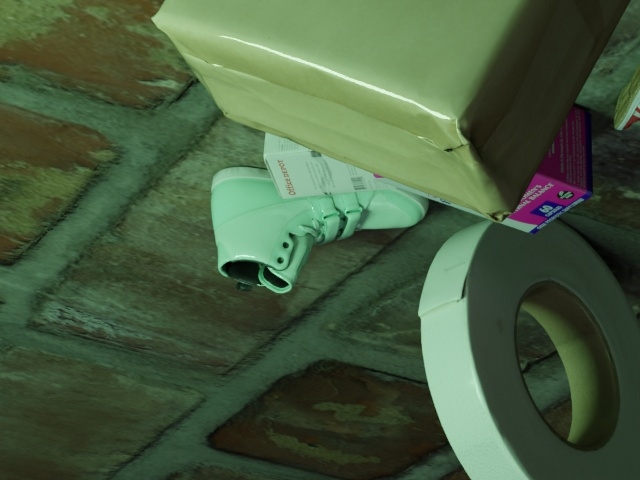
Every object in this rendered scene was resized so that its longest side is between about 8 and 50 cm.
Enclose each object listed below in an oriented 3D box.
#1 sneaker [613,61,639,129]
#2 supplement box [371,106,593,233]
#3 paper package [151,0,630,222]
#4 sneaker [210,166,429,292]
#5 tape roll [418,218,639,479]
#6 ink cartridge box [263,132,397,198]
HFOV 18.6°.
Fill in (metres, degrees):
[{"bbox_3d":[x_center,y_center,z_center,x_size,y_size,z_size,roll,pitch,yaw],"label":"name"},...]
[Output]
[{"bbox_3d":[0.359,-0.152,2.085,0.067,0.042,0.118,10,148,-9],"label":"sneaker"},{"bbox_3d":[0.175,-0.103,2.110,0.220,0.114,0.111,18,148,-25],"label":"supplement box"},{"bbox_3d":[0.080,-0.223,1.587,0.309,0.325,0.168,22,162,28],"label":"paper package"},{"bbox_3d":[-0.001,0.000,2.263,0.256,0.151,0.094,2,149,-4],"label":"sneaker"},{"bbox_3d":[0.264,0.154,2.289,0.072,0.392,0.392,-23,143,38],"label":"tape roll"},{"bbox_3d":[0.012,-0.098,2.180,0.135,0.056,0.099,-5,150,10],"label":"ink cartridge box"}]
